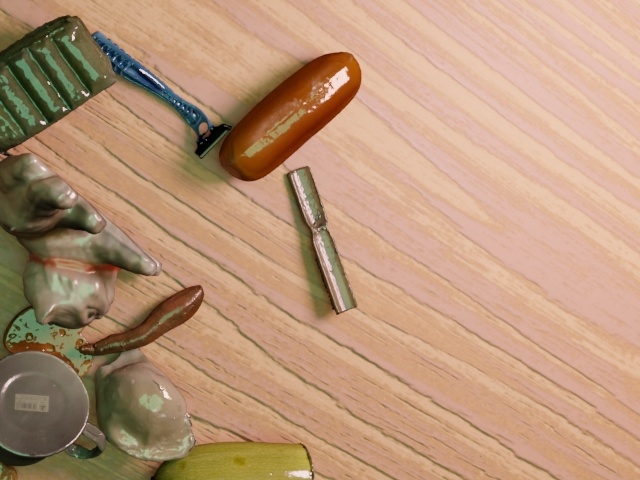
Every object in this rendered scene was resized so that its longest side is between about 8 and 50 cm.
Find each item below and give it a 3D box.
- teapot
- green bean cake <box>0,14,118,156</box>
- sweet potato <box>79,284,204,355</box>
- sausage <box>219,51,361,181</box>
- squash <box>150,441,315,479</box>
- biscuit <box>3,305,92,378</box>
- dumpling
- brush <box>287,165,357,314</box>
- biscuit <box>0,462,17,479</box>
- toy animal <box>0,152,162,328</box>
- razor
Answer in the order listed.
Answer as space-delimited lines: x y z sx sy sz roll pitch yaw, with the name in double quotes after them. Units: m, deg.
-0.435 0.271 1.576 0.239 0.149 0.162 23 52 -17 "teapot"
-0.408 -0.221 1.502 0.222 0.227 0.125 -37 105 -7 "green bean cake"
-0.273 0.135 1.653 0.214 0.050 0.050 -30 102 -17 "sweet potato"
-0.046 -0.199 1.675 0.274 0.105 0.105 -42 104 -11 "sausage"
-0.144 0.386 1.672 0.247 0.132 0.132 3 93 -18 "squash"
-0.409 0.155 1.632 0.118 0.023 0.140 -46 105 -13 "biscuit"
-0.280 0.260 1.637 0.136 0.118 0.199 -29 73 -7 "dumpling"
0.000 0.000 1.742 0.043 0.036 0.248 -21 93 -19 "brush"
-0.580 0.360 1.592 0.236 0.040 0.144 12 96 -15 "biscuit"
-0.378 0.010 1.494 0.188 0.308 0.266 -42 97 -5 "toy animal"
-0.257 -0.234 1.644 0.253 0.042 0.082 38 124 -14 "razor"
